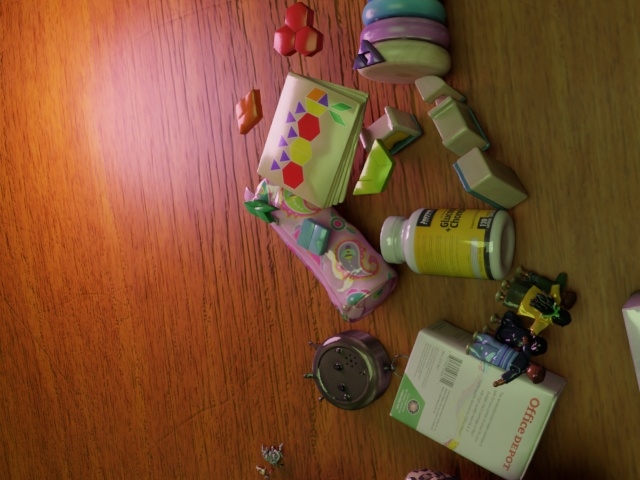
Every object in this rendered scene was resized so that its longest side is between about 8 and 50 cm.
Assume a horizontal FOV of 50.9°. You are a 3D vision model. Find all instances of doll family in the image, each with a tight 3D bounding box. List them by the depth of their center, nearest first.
[{"bbox_3d":[0.290,0.121,0.942,0.111,0.076,0.192,27,85,31],"label":"doll family"}]

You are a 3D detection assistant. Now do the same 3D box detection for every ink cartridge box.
[{"bbox_3d":[0.234,0.236,1.009,0.213,0.093,0.154,24,107,27],"label":"ink cartridge box"}]

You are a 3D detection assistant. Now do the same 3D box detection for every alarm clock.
[{"bbox_3d":[0.066,0.216,1.124,0.192,0.064,0.129,-11,89,27],"label":"alarm clock"}]

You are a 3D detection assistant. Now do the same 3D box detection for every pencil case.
[{"bbox_3d":[0.000,0.000,1.104,0.284,0.124,0.124,48,115,17],"label":"pencil case"}]

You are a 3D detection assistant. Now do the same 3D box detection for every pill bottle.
[{"bbox_3d":[0.188,0.003,1.007,0.184,0.103,0.103,3,96,29],"label":"pill bottle"}]

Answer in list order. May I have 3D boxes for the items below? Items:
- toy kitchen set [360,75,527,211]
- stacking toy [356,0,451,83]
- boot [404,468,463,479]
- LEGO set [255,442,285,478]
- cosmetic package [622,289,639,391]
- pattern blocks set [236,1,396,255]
[{"bbox_3d":[0.177,-0.117,1.017,0.166,0.122,0.207,-36,57,28],"label":"toy kitchen set"},{"bbox_3d":[0.130,-0.410,1.001,0.141,0.141,0.330,2,89,30],"label":"stacking toy"},{"bbox_3d":[0.299,0.475,0.960,0.284,0.138,0.377,-9,121,48],"label":"boot"},{"bbox_3d":[-0.095,0.411,1.254,0.054,0.023,0.083,23,106,26],"label":"LEGO set"},{"bbox_3d":[0.513,0.165,0.816,0.224,0.138,0.224,-13,89,30],"label":"cosmetic package"},{"bbox_3d":[-0.012,-0.155,1.011,0.285,0.026,0.324,38,116,22],"label":"pattern blocks set"}]
